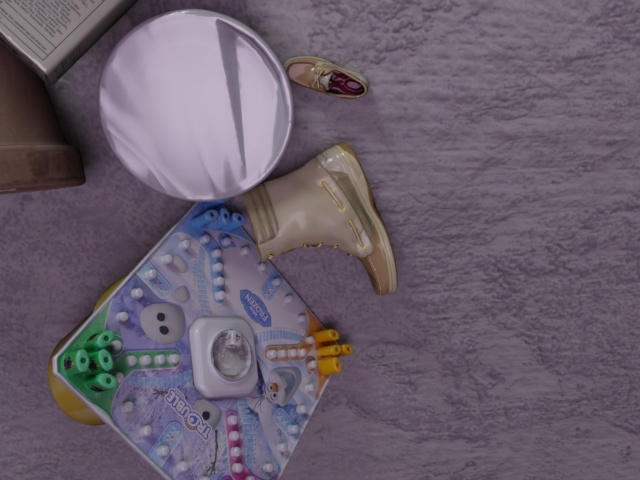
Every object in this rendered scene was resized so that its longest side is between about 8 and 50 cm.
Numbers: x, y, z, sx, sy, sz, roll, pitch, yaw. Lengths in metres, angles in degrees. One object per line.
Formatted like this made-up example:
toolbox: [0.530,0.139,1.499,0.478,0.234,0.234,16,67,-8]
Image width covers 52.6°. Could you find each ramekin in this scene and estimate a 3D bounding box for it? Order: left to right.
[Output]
ramekin: [-0.173,-0.201,0.952,0.272,0.127,0.273,-1,112,-1]

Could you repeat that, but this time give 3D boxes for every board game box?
board game box: [-0.136,0.175,0.984,0.050,0.390,0.390,-20,116,40]

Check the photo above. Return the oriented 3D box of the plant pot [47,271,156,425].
plant pot: [-0.302,0.192,1.059,0.238,0.254,0.254,-27,112,25]

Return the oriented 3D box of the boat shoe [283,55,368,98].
boat shoe: [0.010,-0.247,0.983,0.135,0.045,0.050,10,112,-6]

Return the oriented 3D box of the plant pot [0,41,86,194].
plant pot: [-0.479,-0.177,0.904,0.262,0.263,0.230,-5,96,0]

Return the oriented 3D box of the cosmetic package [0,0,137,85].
cosmetic package: [-0.299,-0.367,0.824,0.160,0.113,0.309,45,79,-17]

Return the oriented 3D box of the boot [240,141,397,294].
boot: [0.000,0.000,1.035,0.203,0.095,0.262,-25,108,-9]
